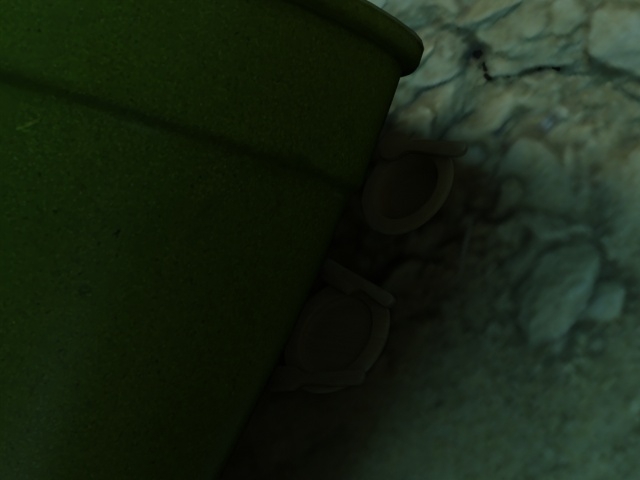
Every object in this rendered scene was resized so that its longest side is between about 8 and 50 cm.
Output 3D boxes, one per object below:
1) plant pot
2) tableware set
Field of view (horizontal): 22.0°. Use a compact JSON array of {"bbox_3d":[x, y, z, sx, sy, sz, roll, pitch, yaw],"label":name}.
[{"bbox_3d":[-0.175,0.034,0.755,0.366,0.366,0.352,14,88,44],"label":"plant pot"},{"bbox_3d":[0.000,0.000,0.861,0.141,0.020,0.168,14,71,44],"label":"tableware set"}]
